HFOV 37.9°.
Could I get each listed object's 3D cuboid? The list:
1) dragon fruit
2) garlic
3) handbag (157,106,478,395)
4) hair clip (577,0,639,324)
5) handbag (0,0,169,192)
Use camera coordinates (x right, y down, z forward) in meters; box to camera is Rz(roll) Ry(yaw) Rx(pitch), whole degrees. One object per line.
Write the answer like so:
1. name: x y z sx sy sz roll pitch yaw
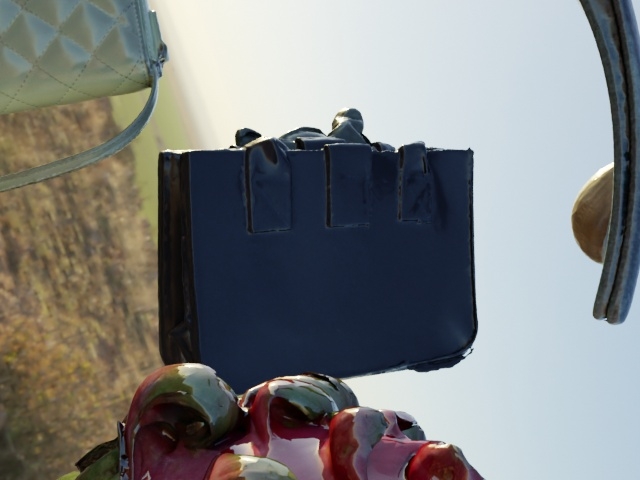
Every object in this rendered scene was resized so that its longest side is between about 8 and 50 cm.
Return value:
1. dragon fruit: -0.032 0.149 0.410 0.273 0.198 0.218 20 -35 55
2. garlic: 0.425 -0.047 1.370 0.087 0.101 0.196 -115 -147 -56
3. handbag: 0.000 0.000 0.919 0.118 0.325 0.269 8 -81 57
4. hair clip: 0.168 -0.089 0.551 0.048 0.083 0.275 29 54 -65
5. handbag: -0.253 -0.149 0.755 0.079 0.256 0.219 107 -28 -75
